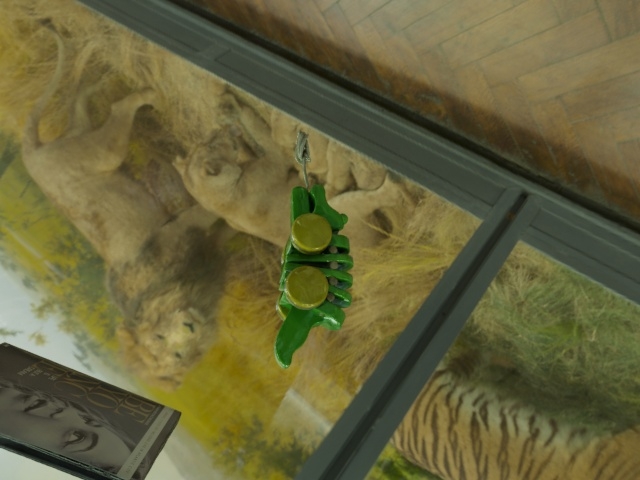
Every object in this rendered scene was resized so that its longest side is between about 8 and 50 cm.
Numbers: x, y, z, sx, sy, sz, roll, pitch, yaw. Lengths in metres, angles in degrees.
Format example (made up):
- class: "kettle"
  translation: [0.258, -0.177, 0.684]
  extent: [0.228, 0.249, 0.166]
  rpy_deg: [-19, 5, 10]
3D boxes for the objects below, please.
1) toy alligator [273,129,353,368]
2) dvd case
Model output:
- class: "toy alligator"
  translation: [0.000, 0.000, 0.361]
  extent: [0.051, 0.190, 0.056]
  rpy_deg: [9, 154, -10]
- class: "dvd case"
  translation: [-0.261, 0.167, 0.488]
  extent: [0.221, 0.018, 0.164]
  rpy_deg: [24, 180, -3]
